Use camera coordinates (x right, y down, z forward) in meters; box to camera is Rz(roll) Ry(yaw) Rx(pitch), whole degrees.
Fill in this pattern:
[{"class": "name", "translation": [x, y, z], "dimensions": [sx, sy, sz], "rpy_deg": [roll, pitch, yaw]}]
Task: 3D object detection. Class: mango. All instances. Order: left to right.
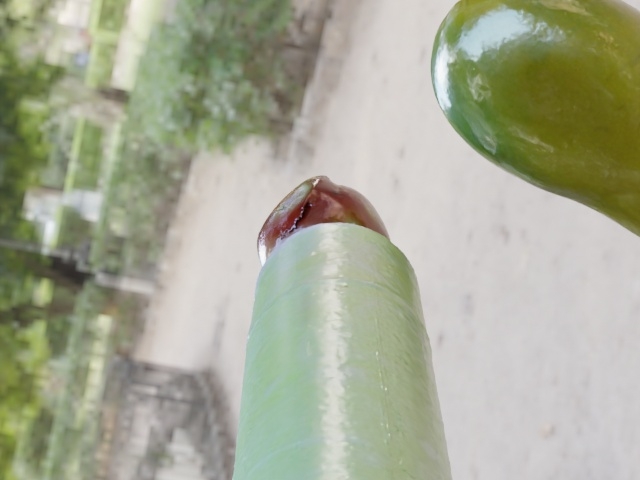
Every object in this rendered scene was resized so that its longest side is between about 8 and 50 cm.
[{"class": "mango", "translation": [0.155, -0.083, 0.979], "dimensions": [0.122, 0.191, 0.085], "rpy_deg": [-66, -5, 23]}]

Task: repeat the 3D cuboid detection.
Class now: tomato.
[{"class": "tomato", "translation": [0.000, 0.000, 1.072], "dimensions": [0.075, 0.087, 0.087], "rpy_deg": [60, 178, -12]}]

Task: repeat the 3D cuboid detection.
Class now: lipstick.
[{"class": "lipstick", "translation": [0.008, 0.077, 0.560], "dimensions": [0.304, 0.076, 0.076], "rpy_deg": [-88, 12, -70]}]
